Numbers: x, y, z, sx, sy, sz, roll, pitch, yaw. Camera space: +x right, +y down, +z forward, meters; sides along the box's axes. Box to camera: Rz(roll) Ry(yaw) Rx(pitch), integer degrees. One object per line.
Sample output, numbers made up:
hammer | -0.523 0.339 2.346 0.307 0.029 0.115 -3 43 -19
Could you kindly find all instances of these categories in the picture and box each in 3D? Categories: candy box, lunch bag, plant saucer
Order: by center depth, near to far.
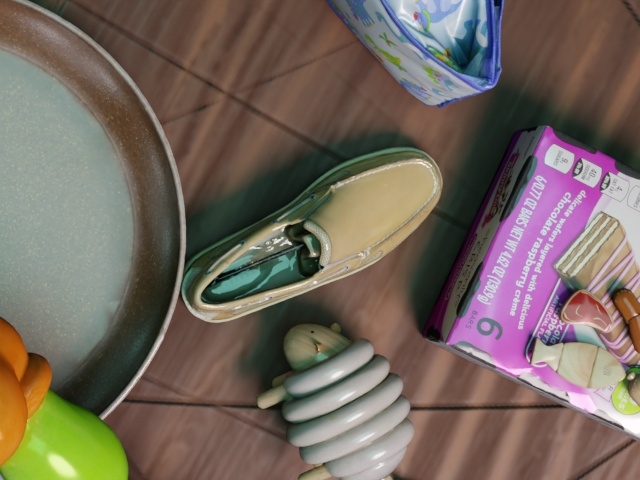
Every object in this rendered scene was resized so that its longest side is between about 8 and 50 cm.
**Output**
plant saucer | -0.241 -0.004 0.961 0.310 0.050 0.311 0 91 -10
lunch bag | 0.059 -0.157 0.967 0.096 0.129 0.151 -26 95 -8
candy box | 0.208 0.045 1.025 0.233 0.071 0.159 25 87 -10

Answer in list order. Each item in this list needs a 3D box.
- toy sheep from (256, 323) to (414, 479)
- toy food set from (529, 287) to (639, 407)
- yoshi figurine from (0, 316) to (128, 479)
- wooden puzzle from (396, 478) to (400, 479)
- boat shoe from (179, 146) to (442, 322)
toy sheep | 0.016 0.112 0.989 0.091 0.091 0.132 -30 97 -8
toy food set | 0.200 0.066 0.980 0.122 0.019 0.078 23 90 -1
yoshi figurine | -0.132 0.219 0.861 0.203 0.203 0.362 -55 130 -20
wooden puzzle | 0.064 0.223 1.036 0.078 0.014 0.116 16 89 -14
boat shoe | 0.000 0.000 0.988 0.190 0.072 0.068 -32 96 -8
